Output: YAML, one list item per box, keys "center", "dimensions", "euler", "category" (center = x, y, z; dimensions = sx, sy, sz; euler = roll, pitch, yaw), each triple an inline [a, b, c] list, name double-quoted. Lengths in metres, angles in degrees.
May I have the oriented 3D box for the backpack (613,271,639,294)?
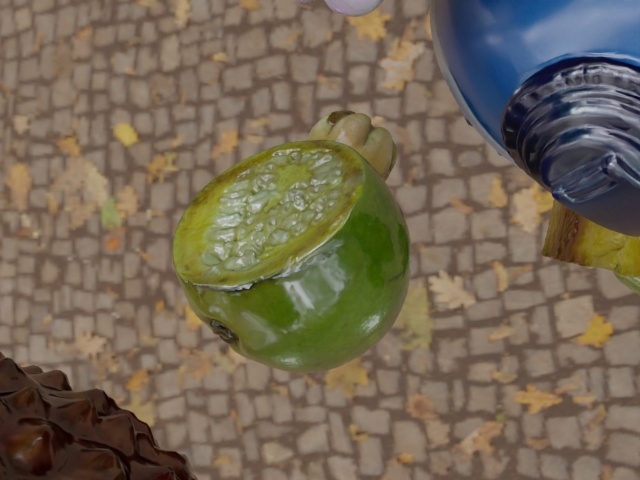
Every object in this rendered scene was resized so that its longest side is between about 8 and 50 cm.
- center: [0.478, -0.022, 1.402]
  dimensions: [0.207, 0.140, 0.253]
  euler: [31, 110, 15]
  category: "backpack"

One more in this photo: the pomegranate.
- center: [-0.013, 0.008, 0.999]
  dimensions: [0.190, 0.159, 0.241]
  euler: [-23, 39, 14]
  category: "pomegranate"

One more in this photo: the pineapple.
- center: [0.264, -0.011, 0.917]
  dimensions: [0.186, 0.236, 0.114]
  euler: [11, 84, 26]
  category: "pineapple"

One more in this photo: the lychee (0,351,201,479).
- center: [-0.219, 0.265, 0.702]
  dimensions: [0.425, 0.500, 0.424]
  euler: [4, 104, 19]
  category: "lychee"

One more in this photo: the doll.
- center: [0.135, -0.151, 0.589]
  dimensions: [0.310, 0.284, 0.240]
  euler: [40, 142, -18]
  category: "doll"
